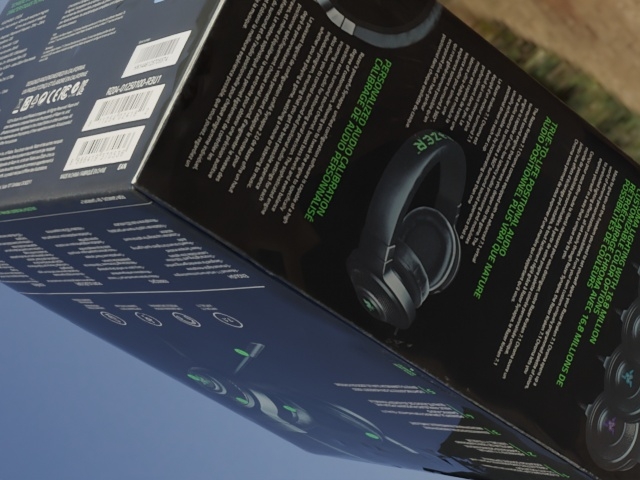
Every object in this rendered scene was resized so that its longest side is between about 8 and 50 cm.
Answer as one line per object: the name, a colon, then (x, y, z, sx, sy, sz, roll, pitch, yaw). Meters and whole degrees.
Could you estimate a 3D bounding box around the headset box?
headset box: (0.000, 0.000, 0.648, 0.283, 0.131, 0.246, 33, 161, -28)
